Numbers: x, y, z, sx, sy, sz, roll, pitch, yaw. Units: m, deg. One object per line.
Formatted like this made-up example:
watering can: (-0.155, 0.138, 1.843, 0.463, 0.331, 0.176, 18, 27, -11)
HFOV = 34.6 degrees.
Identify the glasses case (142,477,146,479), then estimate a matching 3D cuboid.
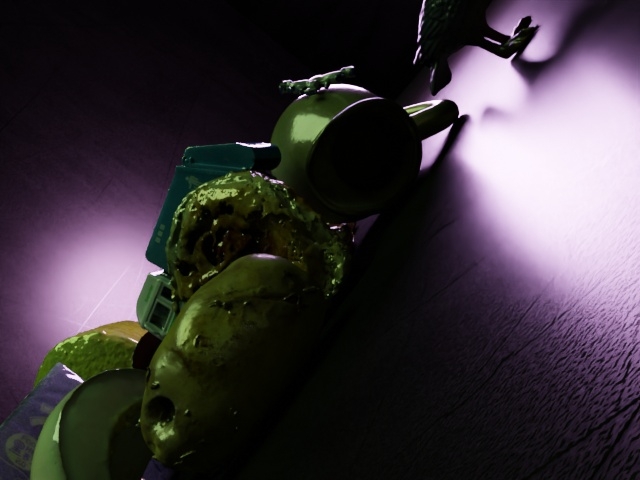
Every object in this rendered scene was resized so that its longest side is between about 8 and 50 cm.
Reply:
glasses case: (-0.306, 0.444, 1.514, 0.064, 0.079, 0.234, -40, 10, 35)

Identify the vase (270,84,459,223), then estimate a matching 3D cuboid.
vase: (0.087, -0.165, 1.739, 0.329, 0.240, 0.302, -26, 10, -15)

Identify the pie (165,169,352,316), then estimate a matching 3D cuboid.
pie: (-0.111, 0.030, 1.514, 0.308, 0.308, 0.085, -51, -21, 18)

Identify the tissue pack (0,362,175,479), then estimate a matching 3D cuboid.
tissue pack: (-0.417, 0.403, 1.622, 0.124, 0.288, 0.394, -42, 8, 27)

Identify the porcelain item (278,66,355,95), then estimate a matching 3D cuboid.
porcelain item: (-0.011, -0.260, 1.721, 0.136, 0.021, 0.075, -11, 23, 18)

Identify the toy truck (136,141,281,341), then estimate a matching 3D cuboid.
toy truck: (-0.171, 0.008, 1.670, 0.367, 0.175, 0.146, -67, -17, 12)

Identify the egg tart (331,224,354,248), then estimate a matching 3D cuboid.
egg tart: (-0.058, 0.066, 1.818, 0.294, 0.116, 0.295, -54, 4, 5)

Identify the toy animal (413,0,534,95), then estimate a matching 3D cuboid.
toy animal: (0.250, -0.372, 1.691, 0.298, 0.185, 0.122, -48, 7, 39)

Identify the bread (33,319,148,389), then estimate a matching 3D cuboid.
bread: (-0.468, 0.362, 2.433, 0.348, 0.348, 0.308, -51, -7, 12)

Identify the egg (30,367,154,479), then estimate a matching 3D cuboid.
egg: (-0.321, 0.322, 1.456, 0.162, 0.206, 0.271, -38, 40, 34)

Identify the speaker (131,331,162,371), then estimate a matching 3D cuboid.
speaker: (-0.268, 0.266, 2.034, 0.329, 0.198, 0.259, 117, 175, -64)

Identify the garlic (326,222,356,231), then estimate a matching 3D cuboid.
garlic: (0.007, -0.013, 2.037, 0.195, 0.087, 0.101, -45, 21, 44)

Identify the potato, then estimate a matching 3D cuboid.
potato: (-0.114, 0.149, 1.282, 0.300, 0.173, 0.140, -55, 12, -17)
